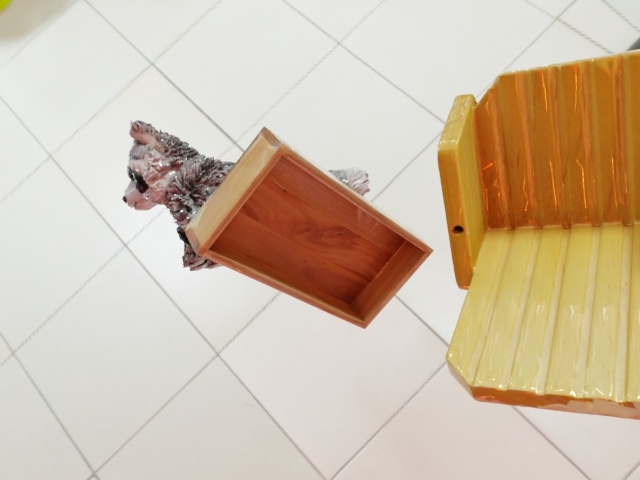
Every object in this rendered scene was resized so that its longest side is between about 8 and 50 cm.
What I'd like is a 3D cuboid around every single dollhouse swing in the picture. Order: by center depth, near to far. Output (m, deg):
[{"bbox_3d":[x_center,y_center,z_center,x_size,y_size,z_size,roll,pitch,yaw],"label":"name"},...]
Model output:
[{"bbox_3d":[0.296,-0.024,0.668,0.347,0.305,0.315,-1,112,31],"label":"dollhouse swing"}]

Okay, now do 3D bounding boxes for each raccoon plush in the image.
[{"bbox_3d":[-0.164,-0.134,1.181,0.446,0.216,0.299,-20,77,-19],"label":"raccoon plush"}]

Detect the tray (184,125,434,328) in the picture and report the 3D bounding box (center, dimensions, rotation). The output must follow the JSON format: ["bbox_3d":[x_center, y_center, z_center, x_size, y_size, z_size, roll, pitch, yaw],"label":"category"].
[{"bbox_3d":[0.000,0.000,1.000,0.203,0.411,0.076,-51,44,10],"label":"tray"}]
